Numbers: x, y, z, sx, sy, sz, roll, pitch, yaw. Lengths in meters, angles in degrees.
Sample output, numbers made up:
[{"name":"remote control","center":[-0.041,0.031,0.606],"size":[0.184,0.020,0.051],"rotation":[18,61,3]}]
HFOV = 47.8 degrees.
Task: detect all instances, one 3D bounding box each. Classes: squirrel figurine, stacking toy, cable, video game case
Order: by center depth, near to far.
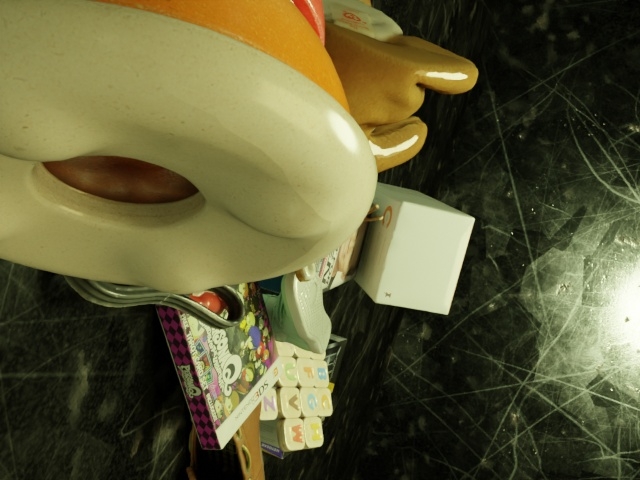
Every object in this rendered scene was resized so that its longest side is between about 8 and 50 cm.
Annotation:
[{"name":"stacking toy","center":[-0.129,-0.224,0.572],"size":[0.351,0.350,0.480],"rotation":[67,23,-66]},{"name":"cable","center":[-0.187,0.065,0.852],"size":[0.072,0.139,0.287],"rotation":[-36,170,22]},{"name":"squirrel figurine","center":[-0.046,-0.126,0.959],"size":[0.397,0.281,0.370],"rotation":[-19,143,-43]},{"name":"video game case","center":[-0.139,0.150,1.065],"size":[0.210,0.041,0.232],"rotation":[-44,125,-58]}]

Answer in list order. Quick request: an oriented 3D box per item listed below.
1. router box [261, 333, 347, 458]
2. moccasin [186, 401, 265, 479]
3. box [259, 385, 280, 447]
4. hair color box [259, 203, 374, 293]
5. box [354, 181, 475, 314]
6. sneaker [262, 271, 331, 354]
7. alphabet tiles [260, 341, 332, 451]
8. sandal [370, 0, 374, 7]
[{"name":"router box","center":[-0.040,0.340,1.656],"size":[0.309,0.081,0.243],"rotation":[15,91,-74]},{"name":"moccasin","center":[-0.162,0.401,1.208],"size":[0.147,0.139,0.380],"rotation":[-41,144,-60]},{"name":"box","center":[-0.102,0.324,1.398],"size":[0.102,0.101,0.087],"rotation":[-49,151,-59]},{"name":"hair color box","center":[0.000,0.000,1.414],"size":[0.347,0.105,0.174],"rotation":[-16,122,-72]},{"name":"box","center":[0.173,0.001,1.608],"size":[0.345,0.168,0.215],"rotation":[-132,-125,-72]},{"name":"sneaker","center":[-0.073,0.113,1.189],"size":[0.256,0.151,0.094],"rotation":[77,26,-59]},{"name":"alphabet tiles","center":[-0.050,0.251,1.371],"size":[0.278,0.021,0.284],"rotation":[22,56,-59]},{"name":"sandal","center":[0.052,-0.443,1.142],"size":[0.168,0.107,0.446],"rotation":[82,29,-55]}]
